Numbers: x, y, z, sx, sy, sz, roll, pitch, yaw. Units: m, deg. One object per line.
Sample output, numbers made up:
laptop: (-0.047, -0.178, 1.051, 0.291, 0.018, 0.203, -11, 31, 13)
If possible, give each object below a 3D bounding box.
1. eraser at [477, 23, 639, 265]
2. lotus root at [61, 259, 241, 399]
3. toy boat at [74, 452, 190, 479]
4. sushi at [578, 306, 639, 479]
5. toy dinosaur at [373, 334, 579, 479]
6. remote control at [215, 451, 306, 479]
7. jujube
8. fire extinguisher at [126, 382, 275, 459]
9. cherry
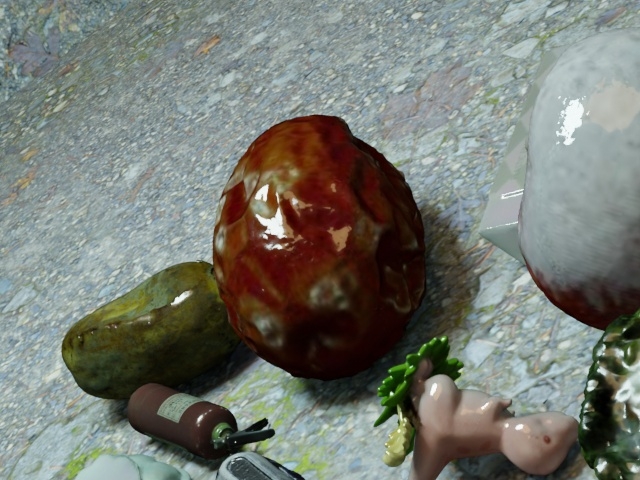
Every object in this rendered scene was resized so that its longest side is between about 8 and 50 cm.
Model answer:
eraser: (0.357, -0.133, 1.778, 0.213, 0.082, 0.397, -13, 35, 34)
lotus root: (-0.222, 0.131, 1.895, 0.275, 0.152, 0.160, -28, 8, 20)
toy boat: (-0.243, 0.337, 1.661, 0.199, 0.100, 0.290, -42, 27, -14)
sushi: (0.401, 0.175, 1.155, 0.352, 0.178, 0.294, -4, 43, 38)
toy dinosaur: (0.157, 0.209, 1.452, 0.194, 0.152, 0.177, -31, 56, -8)
remote control: (-0.041, 0.303, 1.533, 0.090, 0.066, 0.266, -45, 30, -13)
jujube: (-0.001, 0.000, 1.767, 0.276, 0.276, 0.377, -27, 28, 12)
fire extinguisher: (-0.152, 0.233, 1.766, 0.099, 0.071, 0.231, -19, 17, -37)
cherry: (0.361, -0.069, 1.435, 0.335, 0.326, 0.291, -17, -2, 23)
